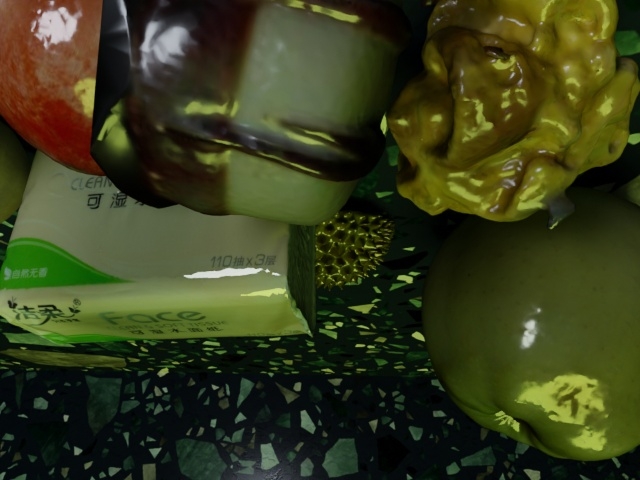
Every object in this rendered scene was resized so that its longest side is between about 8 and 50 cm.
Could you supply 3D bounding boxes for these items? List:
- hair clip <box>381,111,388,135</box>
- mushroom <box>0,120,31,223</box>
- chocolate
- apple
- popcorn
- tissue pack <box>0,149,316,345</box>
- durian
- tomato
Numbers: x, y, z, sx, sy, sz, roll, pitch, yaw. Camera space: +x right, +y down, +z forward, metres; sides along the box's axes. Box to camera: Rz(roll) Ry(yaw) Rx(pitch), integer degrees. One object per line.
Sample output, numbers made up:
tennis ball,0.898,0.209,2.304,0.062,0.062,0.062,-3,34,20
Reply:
hair clip,0.000,-0.249,0.565,0.138,0.091,0.321,1,141,18
mushroom,-0.566,-0.113,0.771,0.204,0.204,0.204,1,152,1
chocolate,-0.025,-0.132,0.414,0.186,0.284,0.284,21,155,15
apple,0.401,0.138,0.867,0.473,0.474,0.474,1,152,1
popcorn,0.219,-0.139,0.588,0.297,0.281,0.315,-36,150,24
tissue pack,-0.214,-0.029,0.719,0.404,0.332,0.205,-3,153,8
durian,0.000,0.000,0.993,0.306,0.166,0.172,-11,120,11
tomato,-0.219,-0.190,0.513,0.264,0.265,0.265,1,152,1
